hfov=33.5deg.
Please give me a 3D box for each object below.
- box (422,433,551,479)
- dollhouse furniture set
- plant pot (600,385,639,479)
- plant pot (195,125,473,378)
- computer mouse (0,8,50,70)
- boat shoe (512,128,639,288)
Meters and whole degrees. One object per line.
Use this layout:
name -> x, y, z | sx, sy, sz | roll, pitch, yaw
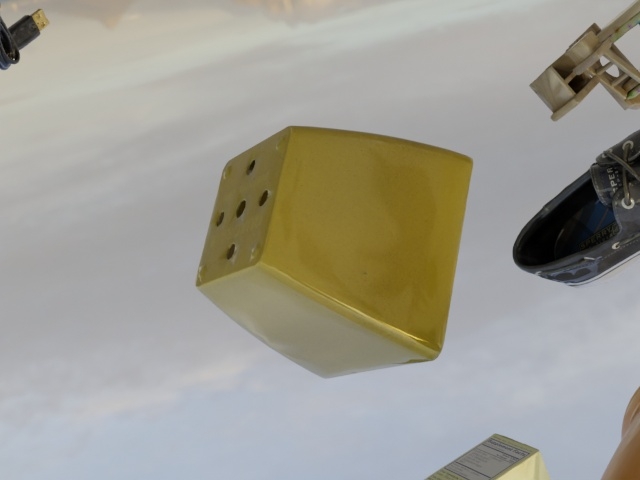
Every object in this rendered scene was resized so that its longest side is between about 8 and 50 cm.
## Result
box -> 0.227, 0.438, 1.533 | 0.243, 0.213, 0.117 | -28, -166, -20
dollhouse furniture set -> 0.323, -0.191, 1.030 | 0.161, 0.101, 0.182 | -43, -179, -39
plant pot -> 0.304, 0.202, 0.821 | 0.205, 0.205, 0.188 | 3, -157, 45
plant pot -> 0.000, 0.000, 1.055 | 0.187, 0.212, 0.212 | 23, 157, -26
computer mouse -> -0.244, -0.273, 1.010 | 0.060, 0.184, 0.262 | 25, -126, 5
boat shoe -> 0.211, -0.035, 0.724 | 0.076, 0.080, 0.228 | 4, 154, -27
